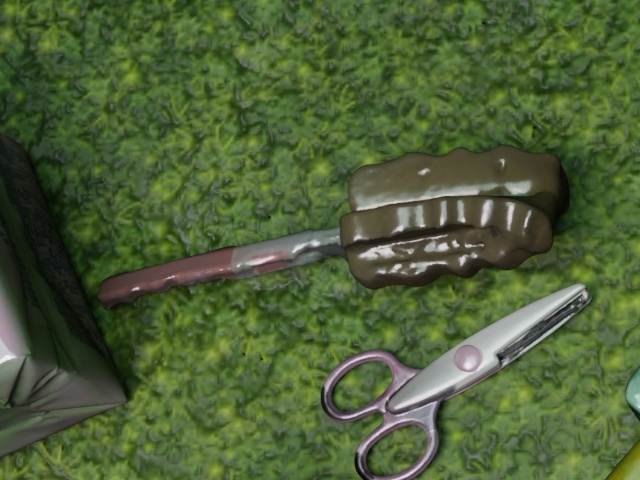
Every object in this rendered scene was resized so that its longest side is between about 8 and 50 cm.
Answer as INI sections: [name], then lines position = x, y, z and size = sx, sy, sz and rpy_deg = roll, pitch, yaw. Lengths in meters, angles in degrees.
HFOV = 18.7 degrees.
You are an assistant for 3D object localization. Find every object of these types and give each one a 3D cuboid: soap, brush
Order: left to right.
[soap]
position = -0.233, 0.028, 1.171
size = 0.138, 0.182, 0.199
rpy_deg = -28, 73, 9
[brush]
position = 0.000, 0.000, 1.176
size = 0.301, 0.084, 0.071
rpy_deg = -11, 113, 19

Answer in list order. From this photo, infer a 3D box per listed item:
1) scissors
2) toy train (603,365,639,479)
[scissors]
position = 0.085, 0.075, 1.165
size = 0.176, 0.022, 0.085
rpy_deg = -33, 68, 8
[toy train]
position = 0.193, 0.244, 1.038
size = 0.253, 0.160, 0.397
rpy_deg = 41, 91, 24
